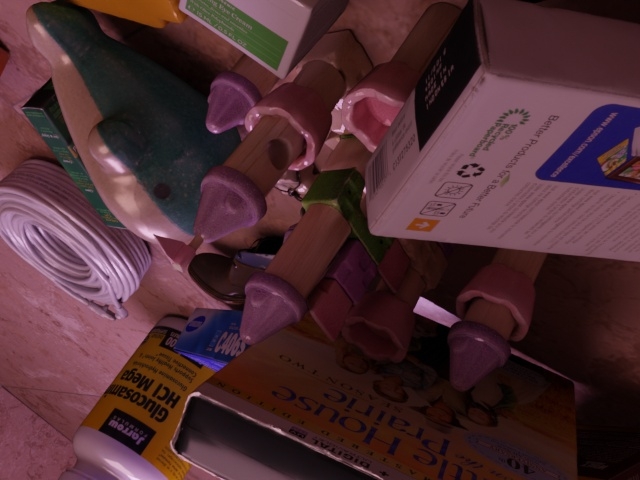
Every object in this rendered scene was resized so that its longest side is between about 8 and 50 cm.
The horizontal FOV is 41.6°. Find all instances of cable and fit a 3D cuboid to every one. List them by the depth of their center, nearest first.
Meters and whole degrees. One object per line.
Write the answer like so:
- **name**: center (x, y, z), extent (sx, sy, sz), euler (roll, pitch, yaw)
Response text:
- **cable**: center (-0.374, -0.008, 1.262), extent (0.257, 0.089, 0.257), euler (32, 150, 4)

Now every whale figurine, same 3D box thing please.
- **whale figurine**: center (-0.177, -0.130, 0.846), extent (0.272, 0.141, 0.216), euler (60, -173, -16)

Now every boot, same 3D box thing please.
- **boot**: center (-0.084, 0.028, 1.071), extent (0.219, 0.082, 0.106), euler (19, 127, 30)

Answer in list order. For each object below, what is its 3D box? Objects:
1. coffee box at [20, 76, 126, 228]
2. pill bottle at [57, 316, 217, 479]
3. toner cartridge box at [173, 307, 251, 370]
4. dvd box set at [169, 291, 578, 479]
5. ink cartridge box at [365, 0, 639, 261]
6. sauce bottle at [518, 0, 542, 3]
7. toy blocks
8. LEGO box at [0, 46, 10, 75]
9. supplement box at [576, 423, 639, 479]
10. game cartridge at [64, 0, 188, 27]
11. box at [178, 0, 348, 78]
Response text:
- **coffee box**: center (-0.243, -0.114, 0.954), extent (0.040, 0.113, 0.184), euler (8, 140, 33)
- **pill bottle**: center (-0.280, 0.306, 1.384), extent (0.188, 0.334, 0.188), euler (24, 149, 15)
- **toner cartridge box**: center (-0.074, 0.160, 1.126), extent (0.165, 0.075, 0.348), euler (32, 166, -18)
- **dvd box set**: center (0.087, 0.159, 0.792), extent (0.307, 0.420, 0.062), euler (23, 104, 12)
- **ink cartridge box**: center (0.229, -0.047, 0.537), extent (0.371, 0.069, 0.176), euler (8, 151, -15)
- **sauce bottle**: center (0.077, -0.199, 0.490), extent (0.344, 0.111, 0.111), euler (11, 146, 11)
- **toy blocks**: center (0.000, 0.000, 0.732), extent (0.309, 0.260, 0.288), euler (2, 139, 42)
- **LEGO box**: center (-0.686, -0.257, 0.948), extent (0.372, 0.193, 0.500), euler (3, 157, 41)
- **supplement box**: center (0.281, 0.290, 0.918), extent (0.191, 0.194, 0.129), euler (-10, 90, 50)
- **game cartridge**: center (-0.258, -0.316, 0.664), extent (0.285, 0.052, 0.323), euler (20, 159, 19)
- **box**: center (-0.033, -0.199, 0.628), extent (0.101, 0.102, 0.087), euler (35, 149, 0)
